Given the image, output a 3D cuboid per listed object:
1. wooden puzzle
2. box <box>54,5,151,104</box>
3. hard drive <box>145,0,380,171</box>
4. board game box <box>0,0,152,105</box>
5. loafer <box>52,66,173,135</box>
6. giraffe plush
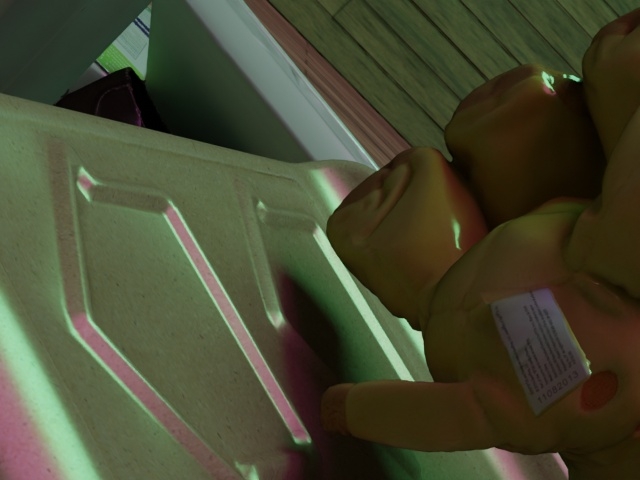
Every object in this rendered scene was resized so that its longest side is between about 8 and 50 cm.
[{"bbox_3d":[-0.007,0.104,0.466,0.322,0.080,0.348,58,23,15],"label":"wooden puzzle"},{"bbox_3d":[-0.213,-0.189,0.954,0.232,0.058,0.322,44,9,-12],"label":"box"},{"bbox_3d":[0.000,0.000,0.828,0.307,0.040,0.203,52,-21,12],"label":"hard drive"},{"bbox_3d":[-0.195,-0.200,0.592,0.303,0.224,0.097,49,12,13],"label":"board game box"},{"bbox_3d":[-0.067,-0.011,0.786,0.220,0.078,0.080,45,10,-5],"label":"loafer"},{"bbox_3d":[0.114,0.045,0.489,0.170,0.181,0.210,50,29,-25],"label":"giraffe plush"}]
